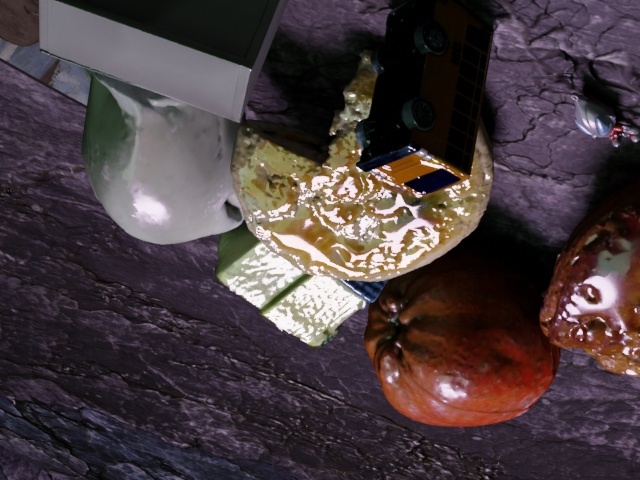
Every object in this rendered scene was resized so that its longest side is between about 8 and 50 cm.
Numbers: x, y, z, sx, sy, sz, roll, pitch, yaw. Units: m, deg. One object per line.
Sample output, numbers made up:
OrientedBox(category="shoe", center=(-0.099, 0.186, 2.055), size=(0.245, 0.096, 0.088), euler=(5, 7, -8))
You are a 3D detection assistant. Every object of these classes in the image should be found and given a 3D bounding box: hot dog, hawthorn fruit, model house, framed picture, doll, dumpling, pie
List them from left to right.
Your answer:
OrientedBox(category="framed picture", center=(-0.323, -0.260, 2.041), size=(0.347, 0.016, 0.265), euler=(29, 150, -19))
OrientedBox(category="dumpling", center=(-0.190, -0.129, 1.991), size=(0.212, 0.270, 0.320), euler=(-1, 128, -9))
OrientedBox(category="model house", center=(0.000, 0.000, 2.161), size=(0.214, 0.195, 0.189), euler=(38, 125, -24))
OrientedBox(category="pie", center=(0.062, -0.073, 1.957), size=(0.338, 0.075, 0.337), euler=(1, 129, 1))
OrientedBox(category="hawthorn fruit", center=(0.192, 0.131, 2.177), size=(0.262, 0.258, 0.258), euler=(10, 152, -5))
OrientedBox(category="doll", center=(0.314, -0.136, 1.836), size=(0.114, 0.039, 0.057), euler=(29, -174, -40))
OrientedBox(category="hot dog", center=(0.415, 0.073, 1.999), size=(0.267, 0.174, 0.387), euler=(18, 153, 7))

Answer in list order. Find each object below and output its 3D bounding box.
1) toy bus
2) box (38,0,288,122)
OrientedBox(category="toy bus", center=(0.118, -0.159, 1.757), size=(0.114, 0.201, 0.098), euler=(27, 152, -30))
OrientedBox(category="box", center=(-0.149, -0.271, 1.688), size=(0.225, 0.225, 0.117), euler=(20, 152, 0))
